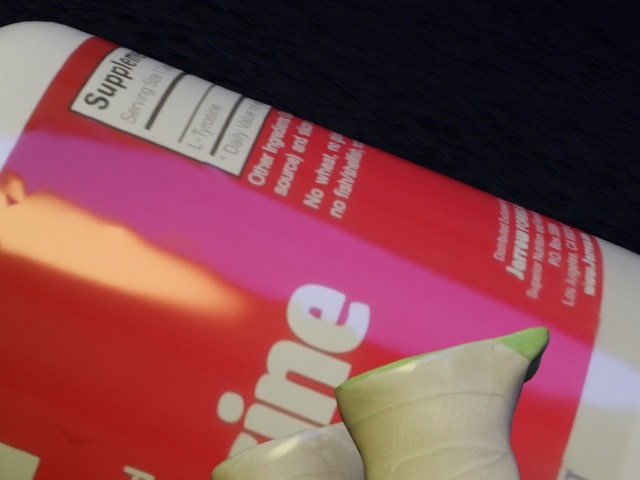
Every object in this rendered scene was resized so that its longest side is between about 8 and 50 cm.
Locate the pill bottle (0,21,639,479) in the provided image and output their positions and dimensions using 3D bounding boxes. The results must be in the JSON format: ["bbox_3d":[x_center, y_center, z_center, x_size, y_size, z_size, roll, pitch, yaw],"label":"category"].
[{"bbox_3d":[-0.066,0.047,0.639,0.408,0.229,0.229,21,27,-2],"label":"pill bottle"}]

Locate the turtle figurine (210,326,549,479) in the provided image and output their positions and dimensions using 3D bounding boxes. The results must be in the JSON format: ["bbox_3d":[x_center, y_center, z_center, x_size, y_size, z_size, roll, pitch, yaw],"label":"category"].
[{"bbox_3d":[0.088,0.165,0.445,0.275,0.198,0.266,-19,76,0],"label":"turtle figurine"}]
